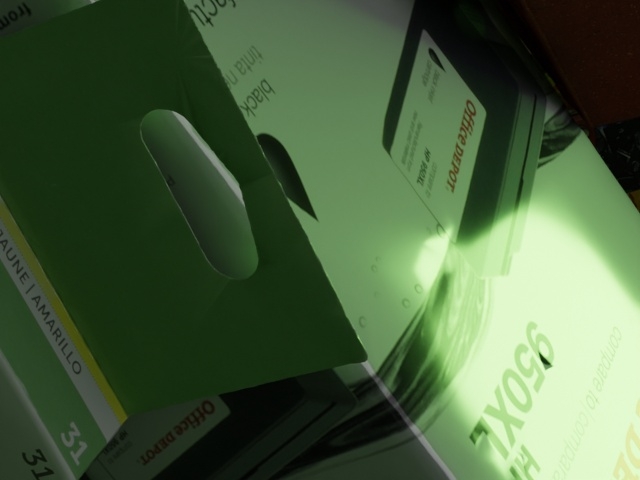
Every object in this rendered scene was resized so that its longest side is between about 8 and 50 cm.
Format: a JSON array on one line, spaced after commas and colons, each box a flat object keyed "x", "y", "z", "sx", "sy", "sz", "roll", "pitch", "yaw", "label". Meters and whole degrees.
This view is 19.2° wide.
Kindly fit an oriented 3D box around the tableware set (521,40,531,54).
[{"x": 0.128, "y": -0.107, "z": 1.264, "sx": 0.128, "sy": 0.039, "sz": 0.194, "roll": -14, "pitch": 86, "yaw": -46, "label": "tableware set"}]

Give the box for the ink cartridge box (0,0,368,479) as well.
[{"x": -0.122, "y": 0.013, "z": 0.726, "sx": 0.171, "sy": 0.235, "sz": 0.056, "roll": 63, "pitch": 36, "yaw": -19, "label": "ink cartridge box"}]

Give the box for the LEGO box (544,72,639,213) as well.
[{"x": 0.327, "y": -0.012, "z": 1.284, "sx": 0.372, "sy": 0.193, "sz": 0.500, "roll": 66, "pitch": 26, "yaw": -12, "label": "LEGO box"}]

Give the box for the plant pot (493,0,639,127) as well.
[{"x": 0.162, "y": -0.216, "z": 0.928, "sx": 0.267, "sy": 0.236, "sz": 0.267, "roll": 57, "pitch": 5, "yaw": 32, "label": "plant pot"}]

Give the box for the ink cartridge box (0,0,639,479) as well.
[{"x": 0.000, "y": 0.000, "z": 0.880, "sx": 0.395, "sy": 0.166, "sz": 0.285, "roll": 53, "pitch": 35, "yaw": -14, "label": "ink cartridge box"}]
